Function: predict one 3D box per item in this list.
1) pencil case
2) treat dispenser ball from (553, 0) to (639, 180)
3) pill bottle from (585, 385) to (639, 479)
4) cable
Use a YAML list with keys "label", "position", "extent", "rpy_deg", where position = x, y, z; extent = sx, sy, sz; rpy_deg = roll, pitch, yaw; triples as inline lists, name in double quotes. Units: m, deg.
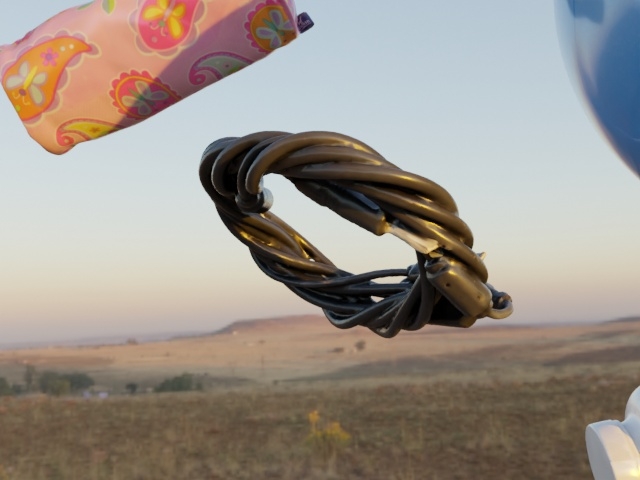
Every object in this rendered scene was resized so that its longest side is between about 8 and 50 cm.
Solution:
- label: "pencil case"
  position: [-0.157, -0.188, 0.740]
  extent: [0.284, 0.124, 0.124]
  rpy_deg: [-27, -9, 5]
- label: "treat dispenser ball"
  position: [0.262, -0.135, 0.383]
  extent: [0.288, 0.288, 0.288]
  rpy_deg: [-2, -7, 0]
- label: "pill bottle"
  position: [0.399, 0.193, 0.755]
  extent: [0.263, 0.146, 0.146]
  rpy_deg: [-14, -7, 3]
- label: "cable"
  position: [0.000, 0.000, 0.407]
  extent: [0.150, 0.047, 0.184]
  rpy_deg: [38, -19, -31]
